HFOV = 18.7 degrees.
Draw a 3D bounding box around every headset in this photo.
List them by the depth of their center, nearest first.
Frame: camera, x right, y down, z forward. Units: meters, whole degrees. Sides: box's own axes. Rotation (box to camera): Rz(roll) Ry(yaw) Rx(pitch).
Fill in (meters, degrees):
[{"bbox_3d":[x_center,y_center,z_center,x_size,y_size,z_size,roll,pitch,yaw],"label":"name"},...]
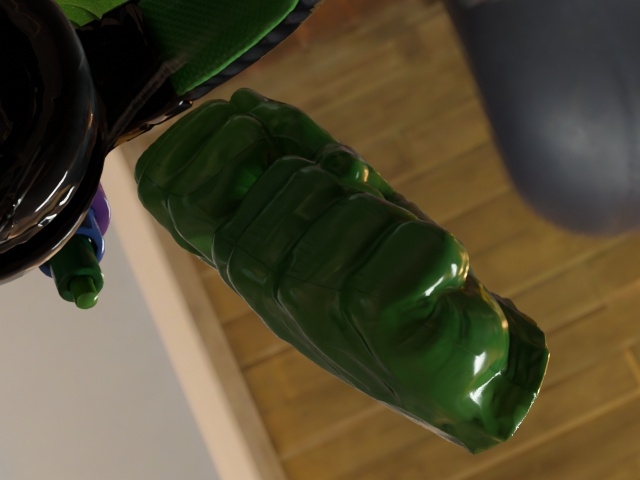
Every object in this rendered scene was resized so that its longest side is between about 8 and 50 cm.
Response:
[{"bbox_3d":[-0.162,-0.025,0.712,0.394,0.185,0.243,-26,168,15],"label":"headset"}]

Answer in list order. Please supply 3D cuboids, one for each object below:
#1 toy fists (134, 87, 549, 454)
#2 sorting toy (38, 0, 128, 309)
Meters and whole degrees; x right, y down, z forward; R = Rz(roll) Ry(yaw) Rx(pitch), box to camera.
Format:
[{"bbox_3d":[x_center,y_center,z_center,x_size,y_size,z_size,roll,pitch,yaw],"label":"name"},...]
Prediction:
[{"bbox_3d":[0.000,0.000,0.959,0.142,0.279,0.096,32,95,-30],"label":"toy fists"},{"bbox_3d":[-0.138,-0.103,1.049,0.127,0.126,0.365,-11,134,-17],"label":"sorting toy"}]
